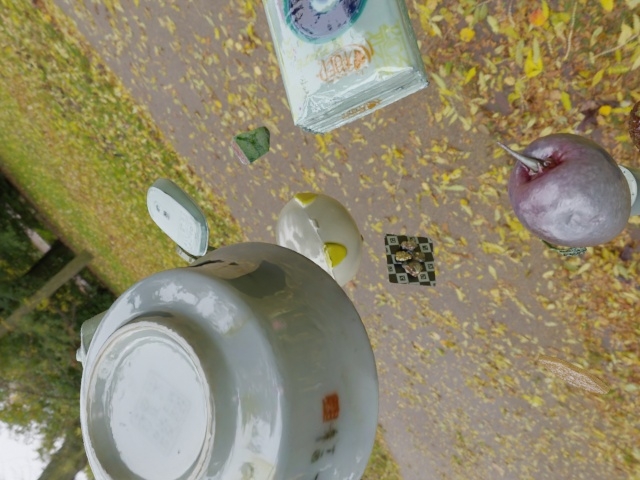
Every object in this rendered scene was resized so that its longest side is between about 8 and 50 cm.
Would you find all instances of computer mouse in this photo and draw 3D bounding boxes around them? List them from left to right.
[{"bbox_3d":[-0.410,-0.079,1.389,0.288,0.097,0.160,34,127,25],"label":"computer mouse"}]

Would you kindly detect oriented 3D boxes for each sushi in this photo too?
[{"bbox_3d":[0.334,0.059,1.696,0.192,0.210,0.040,5,148,-6],"label":"sushi"}]

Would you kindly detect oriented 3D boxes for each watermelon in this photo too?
[{"bbox_3d":[-0.240,-0.284,1.462,0.158,0.121,0.098,-16,99,31],"label":"watermelon"}]

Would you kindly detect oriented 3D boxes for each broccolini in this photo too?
[{"bbox_3d":[0.770,0.019,1.500,0.054,0.052,0.194,36,175,-24],"label":"broccolini"}]

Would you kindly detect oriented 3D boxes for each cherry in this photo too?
[{"bbox_3d":[0.448,-0.088,0.841,0.265,0.213,0.183,24,141,-14],"label":"cherry"}]

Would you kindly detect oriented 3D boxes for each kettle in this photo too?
[{"bbox_3d":[0.937,-0.160,1.423,0.211,0.243,0.160,58,140,46],"label":"kettle"}]

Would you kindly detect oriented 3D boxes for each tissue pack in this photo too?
[{"bbox_3d":[0.038,-0.461,0.981,0.287,0.162,0.388,-18,83,29],"label":"tissue pack"}]

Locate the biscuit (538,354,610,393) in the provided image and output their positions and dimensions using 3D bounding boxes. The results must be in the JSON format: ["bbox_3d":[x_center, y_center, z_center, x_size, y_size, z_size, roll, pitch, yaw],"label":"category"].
[{"bbox_3d":[0.838,0.444,1.541,0.220,0.029,0.142,23,158,34],"label":"biscuit"}]

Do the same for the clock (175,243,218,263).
[{"bbox_3d":[-0.375,0.059,1.571,0.234,0.029,0.235,26,-173,-3],"label":"clock"}]

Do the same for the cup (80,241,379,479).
[{"bbox_3d":[-0.127,0.164,0.495,0.347,0.347,0.163,31,-172,27],"label":"cup"}]

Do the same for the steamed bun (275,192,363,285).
[{"bbox_3d":[-0.006,0.003,1.716,0.374,0.333,0.334,60,160,20],"label":"steamed bun"}]

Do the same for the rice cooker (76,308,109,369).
[{"bbox_3d":[-0.307,0.234,0.921,0.288,0.276,0.288,58,168,20],"label":"rice cooker"}]

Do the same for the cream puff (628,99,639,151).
[{"bbox_3d":[0.638,-0.206,0.843,0.149,0.149,0.084,37,172,17],"label":"cream puff"}]

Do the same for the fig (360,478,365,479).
[{"bbox_3d":[0.068,0.532,0.823,0.249,0.186,0.204,49,-160,-54],"label":"fig"}]
